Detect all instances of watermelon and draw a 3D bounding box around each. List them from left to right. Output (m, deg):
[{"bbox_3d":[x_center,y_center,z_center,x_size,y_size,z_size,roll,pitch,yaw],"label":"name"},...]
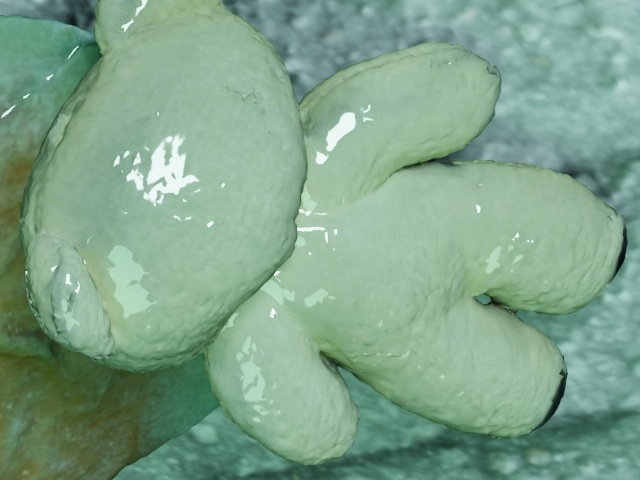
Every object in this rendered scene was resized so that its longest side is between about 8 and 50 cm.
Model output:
[{"bbox_3d":[-0.199,0.035,0.905,0.151,0.302,0.264,32,155,41],"label":"watermelon"}]

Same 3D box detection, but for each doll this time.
[{"bbox_3d":[-0.002,0.004,0.829,0.278,0.175,0.149,21,156,-25],"label":"doll"}]
